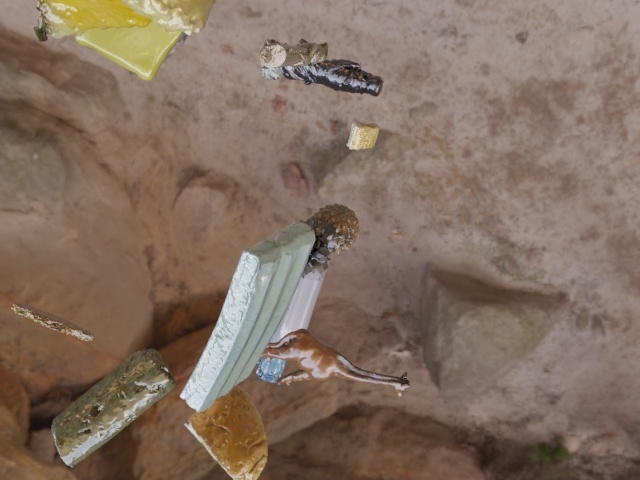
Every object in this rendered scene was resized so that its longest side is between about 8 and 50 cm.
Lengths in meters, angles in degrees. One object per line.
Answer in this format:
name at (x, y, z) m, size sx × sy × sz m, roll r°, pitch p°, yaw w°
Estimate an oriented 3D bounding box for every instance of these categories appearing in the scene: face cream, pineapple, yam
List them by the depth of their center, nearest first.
yam at (-0.284, 0.224, 0.931) m, size 0.078 × 0.179 × 0.078 m, roll 49°, pitch 171°, yaw 11°
pineapple at (0.000, 0.000, 1.425) m, size 0.119 × 0.237 × 0.111 m, roll 13°, pitch 115°, yaw 24°
face cream at (-0.071, 0.164, 1.575) m, size 0.080 × 0.337 × 0.163 m, roll 17°, pitch -174°, yaw -21°

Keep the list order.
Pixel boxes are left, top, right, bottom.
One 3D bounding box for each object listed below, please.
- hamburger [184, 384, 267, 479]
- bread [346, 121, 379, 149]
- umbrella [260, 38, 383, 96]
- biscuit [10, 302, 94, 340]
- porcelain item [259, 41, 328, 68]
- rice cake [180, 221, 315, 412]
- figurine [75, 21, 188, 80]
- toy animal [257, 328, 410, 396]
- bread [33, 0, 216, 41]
hamburger at (-0.195, 0.450, 1.550) m, size 0.155 × 0.208 × 0.135 m, roll -37°, pitch 153°, yaw -6°
bread at (0.110, -0.270, 1.742) m, size 0.083 × 0.035 × 0.070 m, roll -7°, pitch 124°, yaw -29°
umbrella at (0.004, -0.469, 1.872) m, size 0.357 × 0.106 × 0.113 m, roll 17°, pitch 130°, yaw 12°
biscuit at (-0.661, 0.202, 1.679) m, size 0.206 × 0.025 × 0.126 m, roll 27°, pitch 171°, yaw -17°
porcelain item at (-0.049, -0.430, 1.570) m, size 0.084 × 0.054 × 0.213 m, roll -1°, pitch -166°, yaw 34°
rice cake at (-0.082, 0.091, 0.801) m, size 0.043 × 0.127 × 0.237 m, roll 35°, pitch 119°, yaw 16°
figurine at (-0.460, -0.562, 1.471) m, size 0.361 × 0.266 × 0.378 m, roll 47°, pitch 179°, yaw -34°
toy animal at (0.022, 0.235, 1.237) m, size 0.229 × 0.066 × 0.224 m, roll -22°, pitch 121°, yaw 27°
bread at (-0.177, -0.230, 0.504) m, size 0.160 × 0.140 × 0.169 m, roll 6°, pitch 165°, yaw 41°
